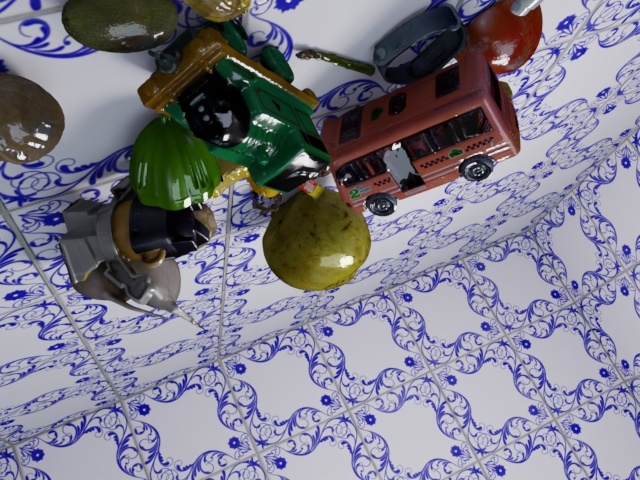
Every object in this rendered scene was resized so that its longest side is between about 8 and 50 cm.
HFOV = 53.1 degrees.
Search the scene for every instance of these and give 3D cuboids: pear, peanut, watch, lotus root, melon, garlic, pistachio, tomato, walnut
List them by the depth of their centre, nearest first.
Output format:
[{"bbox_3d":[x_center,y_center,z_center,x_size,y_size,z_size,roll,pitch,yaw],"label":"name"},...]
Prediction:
[{"bbox_3d":[-0.285,-0.318,0.915,0.162,0.099,0.099,-15,158,-29],"label":"melon"},{"bbox_3d":[-0.179,-0.377,0.919,0.087,0.087,0.207,-35,158,24],"label":"peanut"},{"bbox_3d":[-0.469,-0.184,0.972,0.140,0.140,0.162,-28,152,5],"label":"walnut"},{"bbox_3d":[-0.287,-0.176,1.238,0.186,0.186,0.186,-24,162,-8],"label":"lotus root"},{"bbox_3d":[0.221,-0.419,1.383,0.206,0.068,0.193,-37,160,33],"label":"watch"},{"bbox_3d":[-0.448,0.086,1.479,0.231,0.340,0.246,-33,135,-7],"label":"garlic"},{"bbox_3d":[0.433,-0.462,1.489,0.228,0.112,0.199,-31,160,4],"label":"tomato"},{"bbox_3d":[-0.332,-0.030,1.627,0.126,0.108,0.185,12,151,-27],"label":"pistachio"},{"bbox_3d":[0.000,0.000,1.826,0.304,0.304,0.304,-24,162,-8],"label":"pear"}]

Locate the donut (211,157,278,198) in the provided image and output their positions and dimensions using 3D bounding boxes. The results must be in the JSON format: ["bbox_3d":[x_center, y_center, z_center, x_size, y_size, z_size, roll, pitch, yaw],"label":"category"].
[{"bbox_3d":[-0.171,-0.177,1.473,0.259,0.101,0.152,-5,146,-40],"label":"donut"}]

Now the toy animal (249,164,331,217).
[{"bbox_3d":[-0.044,-0.167,1.672,0.243,0.087,0.260,-13,155,-31],"label":"toy animal"}]

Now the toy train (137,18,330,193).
[{"bbox_3d":[-0.133,-0.224,1.130,0.178,0.249,0.429,-34,161,21],"label":"toy train"}]

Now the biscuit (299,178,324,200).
[{"bbox_3d":[-0.048,-0.149,1.568,0.048,0.026,0.292,-63,162,0],"label":"biscuit"}]

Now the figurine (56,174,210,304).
[{"bbox_3d":[-0.378,-0.018,1.301,0.308,0.308,0.143,-29,172,8],"label":"figurine"}]

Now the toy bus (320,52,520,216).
[{"bbox_3d":[0.217,-0.233,1.458,0.427,0.203,0.233,-20,130,27],"label":"toy bus"}]

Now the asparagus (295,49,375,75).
[{"bbox_3d":[0.036,-0.370,1.328,0.024,0.025,0.248,-22,169,39],"label":"asparagus"}]

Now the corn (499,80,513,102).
[{"bbox_3d":[0.341,-0.334,1.669,0.344,0.131,0.131,-20,161,-17],"label":"corn"}]

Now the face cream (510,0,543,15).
[{"bbox_3d":[0.481,-0.559,1.300,0.101,0.101,0.251,-14,159,-33],"label":"face cream"}]
